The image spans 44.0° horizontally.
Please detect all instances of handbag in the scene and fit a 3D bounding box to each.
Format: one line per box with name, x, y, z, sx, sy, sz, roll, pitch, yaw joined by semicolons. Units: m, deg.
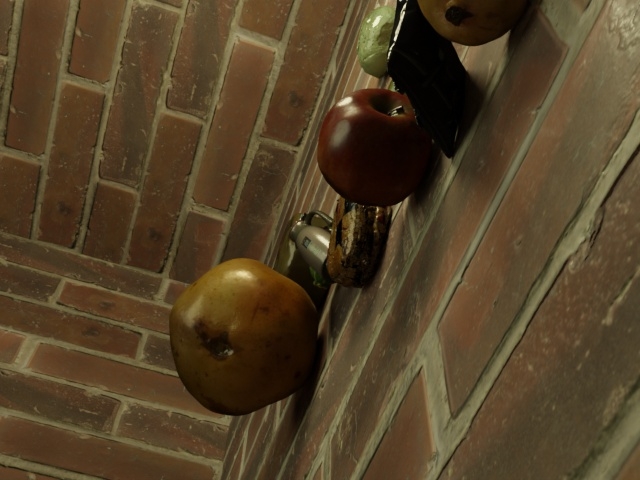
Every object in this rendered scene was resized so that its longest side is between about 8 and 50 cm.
handbag;0.183;-0.289;1.349;0.088;0.254;0.211;-8;59;31

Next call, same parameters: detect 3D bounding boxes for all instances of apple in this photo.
apple;0.103;-0.176;1.540;0.230;0.230;0.230;-163;90;-82

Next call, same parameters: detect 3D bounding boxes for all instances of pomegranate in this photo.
pomegranate;-0.202;0.256;2.097;0.416;0.416;0.417;-163;90;-82
pomegranate;0.240;-0.398;1.230;0.191;0.191;0.191;-163;90;-82

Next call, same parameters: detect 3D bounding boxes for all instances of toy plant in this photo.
toy plant;0.023;0.046;2.060;0.093;0.092;0.162;-105;32;-74

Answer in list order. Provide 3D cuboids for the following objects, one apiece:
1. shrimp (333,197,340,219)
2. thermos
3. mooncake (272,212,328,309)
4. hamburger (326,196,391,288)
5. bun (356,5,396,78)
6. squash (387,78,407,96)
shrimp;0.098;-0.172;2.081;0.178;0.075;0.289;118;167;-88
thermos;0.000;0.000;1.958;0.193;0.105;0.137;41;123;46
mooncake;-0.051;0.061;2.306;0.284;0.155;0.284;-165;90;-81
hamburger;0.078;-0.004;1.773;0.231;0.106;0.231;-168;90;-75
bun;0.164;-0.579;2.284;0.221;0.108;0.221;-163;90;-81
squash;0.214;-0.387;1.723;0.083;0.083;0.250;-92;24;-65
